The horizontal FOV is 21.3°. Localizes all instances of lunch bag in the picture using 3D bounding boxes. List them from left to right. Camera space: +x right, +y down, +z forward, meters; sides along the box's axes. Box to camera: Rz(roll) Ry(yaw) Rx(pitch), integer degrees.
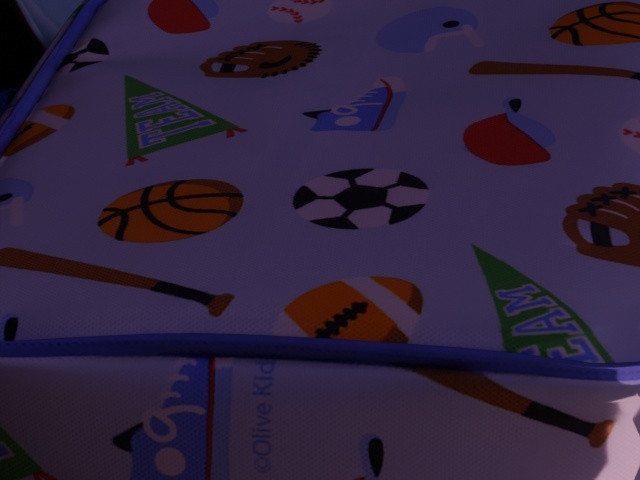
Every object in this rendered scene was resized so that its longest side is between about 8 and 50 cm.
[{"bbox_3d":[0.000,0.000,0.536,0.303,0.243,0.115,-73,161,-62],"label":"lunch bag"}]

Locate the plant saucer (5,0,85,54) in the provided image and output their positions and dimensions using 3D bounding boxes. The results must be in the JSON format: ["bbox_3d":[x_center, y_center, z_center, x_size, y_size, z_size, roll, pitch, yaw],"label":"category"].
[{"bbox_3d":[-0.046,-0.199,0.692,0.317,0.043,0.318,-24,119,-52],"label":"plant saucer"}]
